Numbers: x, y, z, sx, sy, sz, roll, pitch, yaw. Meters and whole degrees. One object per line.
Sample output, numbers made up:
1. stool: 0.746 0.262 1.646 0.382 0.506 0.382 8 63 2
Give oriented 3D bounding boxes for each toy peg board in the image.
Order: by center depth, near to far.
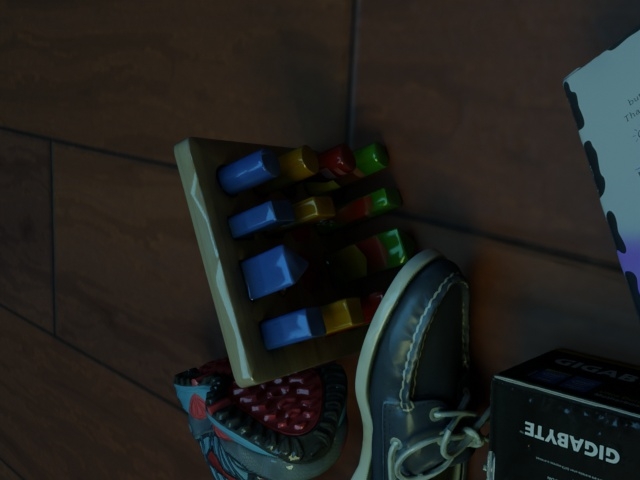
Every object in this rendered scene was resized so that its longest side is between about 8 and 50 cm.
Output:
1. toy peg board: 0.000 0.000 0.543 0.079 0.161 0.161 -21 81 30

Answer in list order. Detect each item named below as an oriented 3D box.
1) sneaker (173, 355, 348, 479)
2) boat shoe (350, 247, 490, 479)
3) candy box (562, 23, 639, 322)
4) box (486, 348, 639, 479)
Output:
1. sneaker: -0.035 0.158 0.624 0.262 0.104 0.125 173 80 -71
2. boat shoe: 0.069 0.130 0.526 0.079 0.095 0.254 28 119 39
3. candy box: 0.205 -0.032 0.328 0.165 0.070 0.196 -39 45 43
4. box: 0.230 0.213 0.387 0.322 0.079 0.257 9 104 45
